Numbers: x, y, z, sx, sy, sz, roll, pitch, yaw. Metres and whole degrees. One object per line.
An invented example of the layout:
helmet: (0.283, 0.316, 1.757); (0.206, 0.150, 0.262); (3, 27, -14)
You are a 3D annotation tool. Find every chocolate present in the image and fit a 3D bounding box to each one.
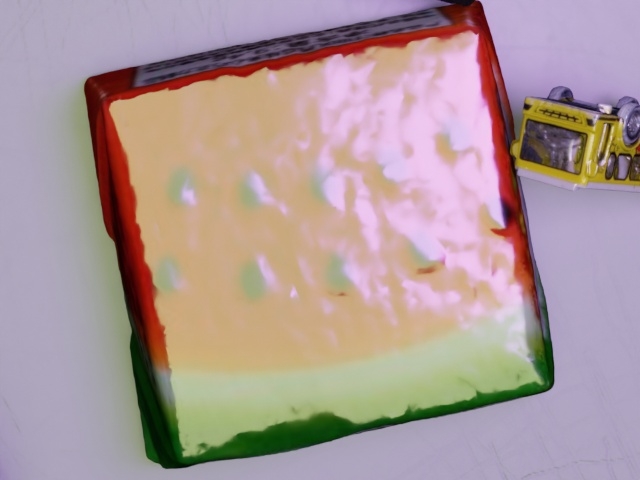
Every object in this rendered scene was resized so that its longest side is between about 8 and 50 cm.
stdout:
chocolate: (0.000, 0.000, 1.471); (0.360, 0.161, 0.341); (-12, 95, -2)

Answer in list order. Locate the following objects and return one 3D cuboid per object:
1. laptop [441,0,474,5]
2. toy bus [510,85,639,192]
laptop: (0.076, -0.294, 1.481); (0.135, 0.016, 0.197); (12, 73, -4)
toy bus: (0.244, -0.078, 1.456); (0.081, 0.226, 0.074); (20, 102, 36)
